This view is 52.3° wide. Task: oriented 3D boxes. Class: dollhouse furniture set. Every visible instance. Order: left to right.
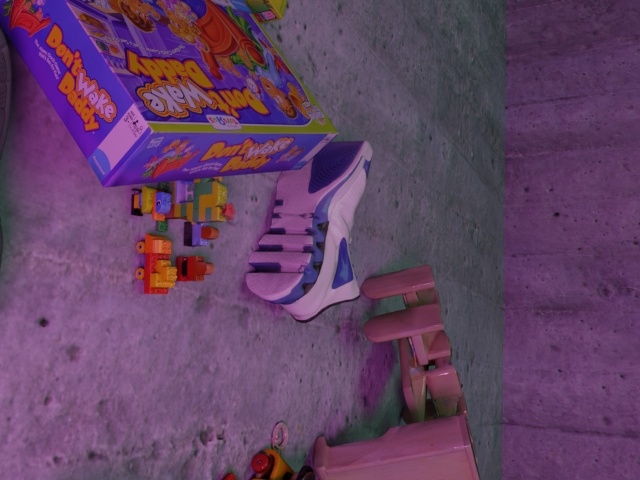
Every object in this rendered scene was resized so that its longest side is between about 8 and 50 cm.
[{"bbox_3d":[0.143,0.317,1.245,0.394,0.256,0.362,-86,160,-60],"label":"dollhouse furniture set"}]

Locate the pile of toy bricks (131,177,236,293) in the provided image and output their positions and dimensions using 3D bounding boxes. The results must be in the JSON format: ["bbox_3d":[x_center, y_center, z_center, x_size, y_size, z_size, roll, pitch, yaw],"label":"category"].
[{"bbox_3d":[-0.150,-0.042,0.777,0.118,0.105,0.212,9,80,-61],"label":"pile of toy bricks"}]

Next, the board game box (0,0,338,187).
[{"bbox_3d":[-0.146,-0.183,0.712,0.233,0.078,0.347,55,27,9],"label":"board game box"}]

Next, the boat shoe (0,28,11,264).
[{"bbox_3d":[-0.318,-0.028,0.494,0.118,0.103,0.320,21,74,-80],"label":"boat shoe"}]

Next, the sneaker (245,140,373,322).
[{"bbox_3d":[0.000,0.001,1.051,0.315,0.127,0.182,-66,146,-28],"label":"sneaker"}]

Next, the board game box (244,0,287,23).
[{"bbox_3d":[-0.107,-0.418,0.954,0.181,0.043,0.092,44,50,-51],"label":"board game box"}]

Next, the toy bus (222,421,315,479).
[{"bbox_3d":[-0.051,0.383,0.923,0.191,0.104,0.202,-4,92,-62],"label":"toy bus"}]
